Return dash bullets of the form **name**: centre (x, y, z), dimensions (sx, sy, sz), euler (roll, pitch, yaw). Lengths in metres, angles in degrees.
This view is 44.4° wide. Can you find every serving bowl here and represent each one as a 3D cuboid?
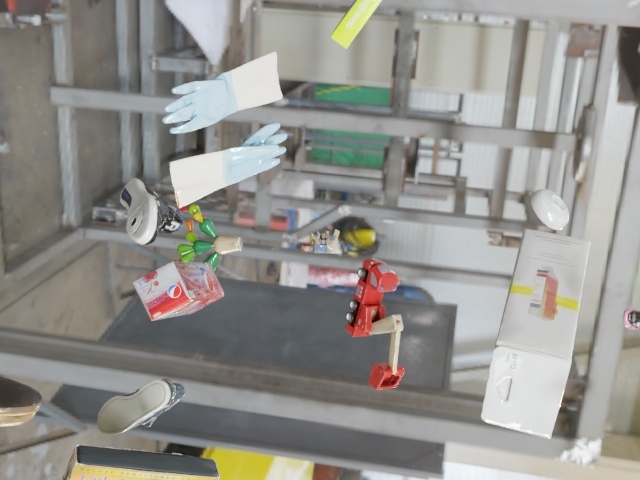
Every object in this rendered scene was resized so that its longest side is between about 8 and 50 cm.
- **serving bowl**: centre (0.416, -0.060, 1.405), dimensions (0.027, 0.083, 0.083), euler (-43, -158, 42)

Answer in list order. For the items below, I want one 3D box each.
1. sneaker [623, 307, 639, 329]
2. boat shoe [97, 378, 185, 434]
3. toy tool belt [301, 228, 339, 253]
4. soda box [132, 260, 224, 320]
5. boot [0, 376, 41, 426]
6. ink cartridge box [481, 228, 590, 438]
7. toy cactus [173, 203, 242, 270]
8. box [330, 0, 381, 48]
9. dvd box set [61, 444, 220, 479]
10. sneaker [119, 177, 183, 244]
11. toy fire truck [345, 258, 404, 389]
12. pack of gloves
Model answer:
- **sneaker**: centre (0.648, 0.159, 1.528), dimensions (0.057, 0.119, 0.047), euler (-18, -115, 58)
- **boat shoe**: centre (-0.431, 0.396, 1.871), dimensions (0.079, 0.254, 0.095), euler (16, 46, -54)
- **toy tool belt**: centre (0.000, 0.000, 1.651), dimensions (0.052, 0.083, 0.051), euler (-176, -91, -71)
- **soda box**: centre (-0.274, 0.098, 1.550), dimensions (0.083, 0.092, 0.263), euler (62, 5, 6)
- **boot**: centre (-0.521, 0.241, 1.027), dimensions (0.112, 0.305, 0.115), euler (-127, -143, -80)
- **ink cartridge box**: centre (0.493, 0.207, 1.780), dimensions (0.385, 0.160, 0.279), euler (-61, 156, -44)
- **toy cactus**: centre (-0.293, 0.010, 2.015), dimensions (0.112, 0.180, 0.219), euler (17, 69, -71)
- **box**: centre (0.089, -0.442, 1.442), dimensions (0.178, 0.042, 0.109), euler (-51, -171, 20)
- **dvd box set**: centre (-0.431, 0.622, 1.659), dimensions (0.420, 0.307, 0.062), euler (-65, -151, 21)
- **sneaker**: centre (-0.314, -0.042, 1.531), dimensions (0.079, 0.121, 0.217), euler (-49, -146, 11)
- **toy fire truck**: centre (0.102, 0.142, 1.343), dimensions (0.135, 0.047, 0.192), euler (37, -61, 49)
- **pack of gloves**: centre (-0.138, -0.174, 1.254), dimensions (0.232, 0.046, 0.195), euler (-28, 128, -33)
